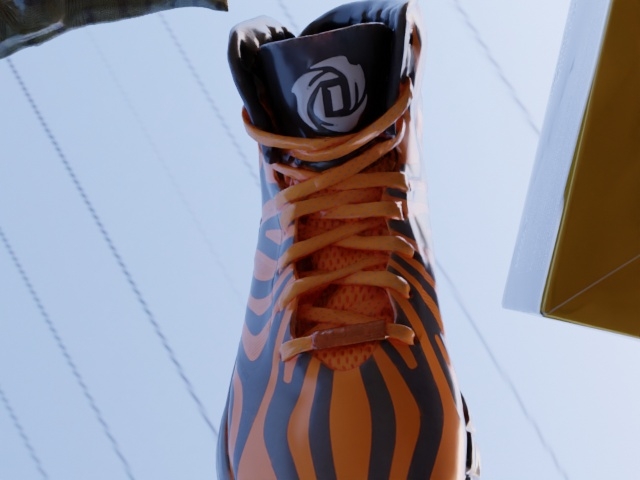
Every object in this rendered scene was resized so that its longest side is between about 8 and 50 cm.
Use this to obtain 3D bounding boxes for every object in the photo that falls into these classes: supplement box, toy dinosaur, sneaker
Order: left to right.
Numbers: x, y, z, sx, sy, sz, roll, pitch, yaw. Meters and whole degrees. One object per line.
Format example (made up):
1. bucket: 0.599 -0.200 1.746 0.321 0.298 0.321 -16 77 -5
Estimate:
1. toy dinosaur: -0.198 -0.186 0.832 0.268 0.064 0.118 -10 -100 8
2. sneaker: 0.000 0.000 0.548 0.124 0.180 0.321 -7 -139 1
3. supplement box: 0.172 -0.045 0.538 0.129 0.194 0.191 13 -92 4
